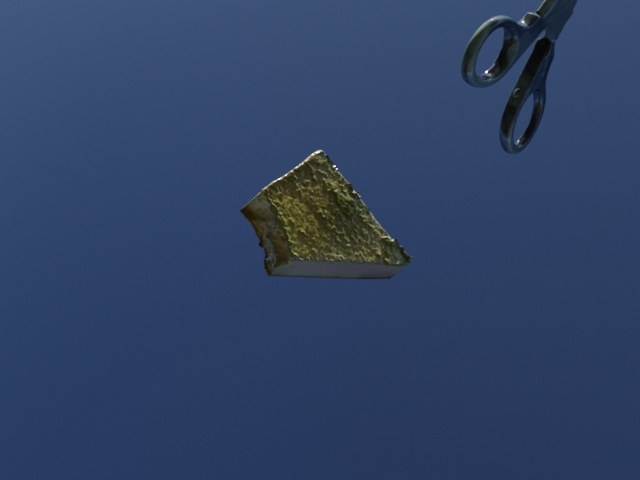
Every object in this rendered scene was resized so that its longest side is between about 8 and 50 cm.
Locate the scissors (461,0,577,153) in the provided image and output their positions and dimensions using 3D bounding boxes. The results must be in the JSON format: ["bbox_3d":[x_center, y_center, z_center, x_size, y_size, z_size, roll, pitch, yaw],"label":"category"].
[{"bbox_3d":[0.318,-0.318,1.267,0.029,0.256,0.384,30,-96,35],"label":"scissors"}]

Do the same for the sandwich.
[{"bbox_3d":[0.000,0.000,1.222,0.162,0.058,0.193,-38,-94,-34],"label":"sandwich"}]
